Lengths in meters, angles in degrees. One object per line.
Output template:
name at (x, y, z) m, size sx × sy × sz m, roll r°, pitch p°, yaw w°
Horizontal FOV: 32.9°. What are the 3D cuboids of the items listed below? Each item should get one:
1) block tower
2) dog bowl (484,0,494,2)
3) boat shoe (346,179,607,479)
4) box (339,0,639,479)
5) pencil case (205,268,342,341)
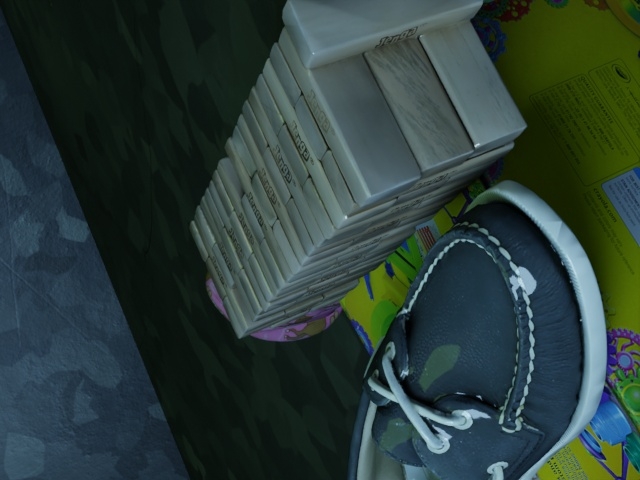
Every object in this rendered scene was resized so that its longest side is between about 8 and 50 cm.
block tower at (0.002, -0.029, 0.621) m, size 0.097 × 0.091 × 0.335 m, roll 64°, pitch 160°, yaw 11°
dog bowl at (0.075, -0.234, 0.703) m, size 0.297 × 0.074 × 0.166 m, roll 28°, pitch 149°, yaw 59°
boat shoe at (0.070, 0.094, 0.582) m, size 0.114 × 0.091 × 0.302 m, roll 50°, pitch 154°, yaw 34°
box at (0.151, 0.030, 0.695) m, size 0.290 × 0.177 × 0.279 m, roll 61°, pitch 158°, yaw 13°
pencil case at (0.000, 0.000, 1.035) m, size 0.167 × 0.160 × 0.386 m, roll 36°, pitch 160°, yaw -6°
